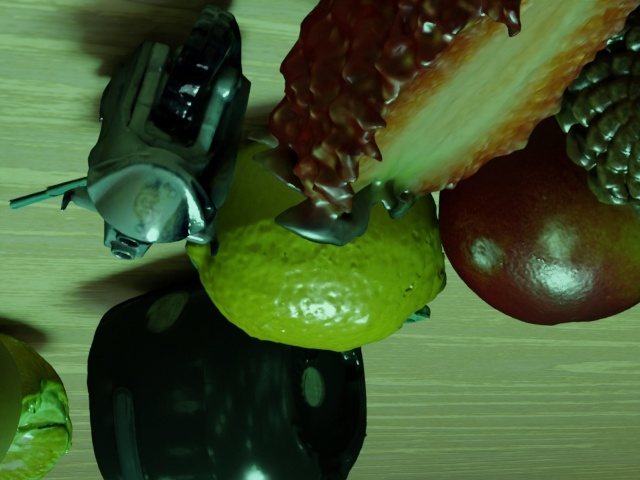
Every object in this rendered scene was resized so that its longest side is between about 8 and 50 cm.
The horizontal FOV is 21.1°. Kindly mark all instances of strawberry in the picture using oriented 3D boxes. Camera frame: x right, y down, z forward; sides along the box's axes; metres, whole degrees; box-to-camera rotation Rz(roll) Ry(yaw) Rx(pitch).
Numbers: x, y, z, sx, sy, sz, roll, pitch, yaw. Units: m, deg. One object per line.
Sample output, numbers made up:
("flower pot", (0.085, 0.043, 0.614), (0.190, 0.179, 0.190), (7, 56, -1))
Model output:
("strawberry", (0.092, -0.143, 1.024), (0.306, 0.138, 0.233), (-48, 162, 29))

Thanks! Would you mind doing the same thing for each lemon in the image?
("lemon", (-0.003, 0.000, 1.338), (0.193, 0.181, 0.180), (-9, 163, 7))

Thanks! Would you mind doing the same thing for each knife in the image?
("knife", (-0.219, -0.039, 1.410), (0.091, 0.005, 0.014), (-15, 163, 26))

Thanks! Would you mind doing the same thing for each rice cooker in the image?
("rice cooker", (-0.083, 0.156, 1.682), (0.224, 0.267, 0.267), (-7, 165, 29))

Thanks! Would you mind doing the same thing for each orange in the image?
("orange", (-0.365, 0.173, 1.799), (0.179, 0.158, 0.237), (-24, 160, 13))

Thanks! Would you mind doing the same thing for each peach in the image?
("peach", (0.173, -0.028, 1.292), (0.197, 0.197, 0.197), (-6, 163, -2))

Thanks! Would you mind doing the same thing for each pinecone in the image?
("pinecone", (0.237, -0.092, 1.156), (0.173, 0.174, 0.173), (-6, 163, -2))

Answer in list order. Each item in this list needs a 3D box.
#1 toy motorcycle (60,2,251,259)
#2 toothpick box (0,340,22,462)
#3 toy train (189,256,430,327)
("toy motorcycle", (-0.111, -0.049, 1.165), (0.106, 0.159, 0.270), (19, 157, -8))
("toothpick box", (-0.439, 0.115, 1.185), (0.409, 0.409, 0.425), (-10, 161, 14))
("toy train", (-0.003, 0.019, 1.542), (0.159, 0.101, 0.248), (-2, 168, 39))
